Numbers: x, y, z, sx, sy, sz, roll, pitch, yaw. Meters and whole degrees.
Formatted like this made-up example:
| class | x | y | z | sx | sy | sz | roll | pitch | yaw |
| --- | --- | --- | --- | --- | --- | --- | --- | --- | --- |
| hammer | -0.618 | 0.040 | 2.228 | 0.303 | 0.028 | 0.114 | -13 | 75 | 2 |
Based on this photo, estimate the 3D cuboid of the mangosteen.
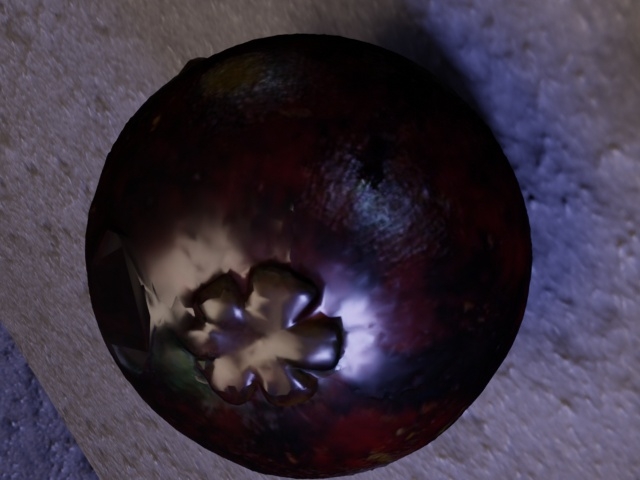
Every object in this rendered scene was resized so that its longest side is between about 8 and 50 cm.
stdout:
| class | x | y | z | sx | sy | sz | roll | pitch | yaw |
| --- | --- | --- | --- | --- | --- | --- | --- | --- | --- |
| mangosteen | -0.009 | 0.008 | 0.742 | 0.311 | 0.311 | 0.311 | 40 | 145 | 36 |
